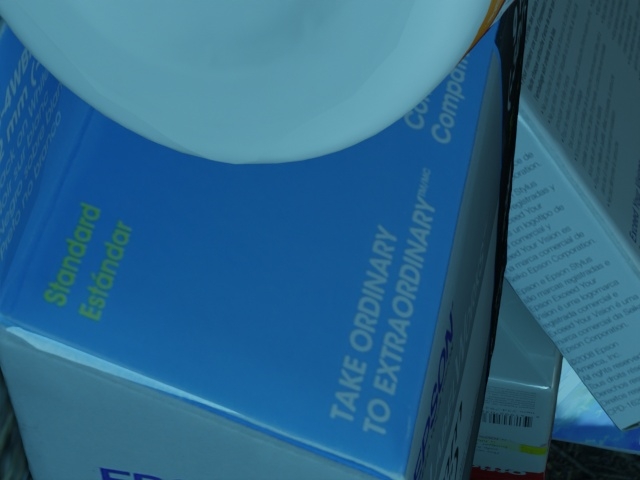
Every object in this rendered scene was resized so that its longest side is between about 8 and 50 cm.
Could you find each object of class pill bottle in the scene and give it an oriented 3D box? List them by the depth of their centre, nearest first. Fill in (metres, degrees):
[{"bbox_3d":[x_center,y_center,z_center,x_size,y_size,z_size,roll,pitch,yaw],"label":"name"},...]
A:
[{"bbox_3d":[0.020,-0.117,0.403,0.221,0.121,0.121,-49,149,-50],"label":"pill bottle"}]

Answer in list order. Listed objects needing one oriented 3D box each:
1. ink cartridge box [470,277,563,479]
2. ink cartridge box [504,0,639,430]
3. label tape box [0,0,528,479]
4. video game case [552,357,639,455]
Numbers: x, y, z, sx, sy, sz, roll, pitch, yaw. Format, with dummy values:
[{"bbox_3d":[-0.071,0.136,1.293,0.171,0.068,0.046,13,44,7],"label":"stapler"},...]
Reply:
[{"bbox_3d":[0.073,0.080,1.017,0.231,0.134,0.078,79,21,-67],"label":"ink cartridge box"},{"bbox_3d":[0.099,-0.123,0.868,0.330,0.071,0.324,52,29,-17],"label":"ink cartridge box"},{"bbox_3d":[0.000,0.000,0.555,0.347,0.115,0.249,90,12,-51],"label":"label tape box"},{"bbox_3d":[0.176,0.007,1.229,0.061,0.244,0.269,-13,111,-83],"label":"video game case"}]
